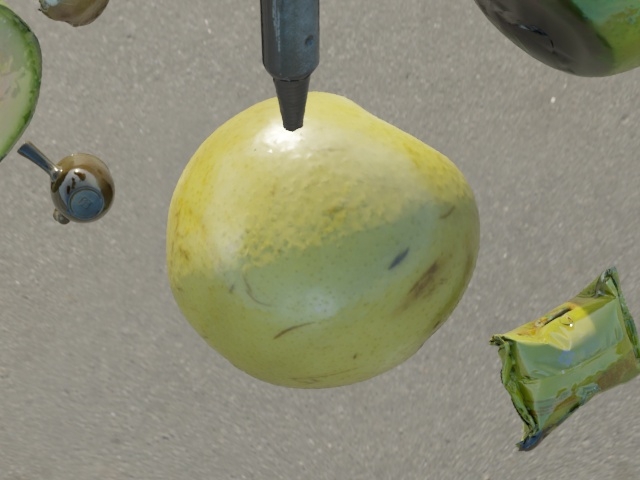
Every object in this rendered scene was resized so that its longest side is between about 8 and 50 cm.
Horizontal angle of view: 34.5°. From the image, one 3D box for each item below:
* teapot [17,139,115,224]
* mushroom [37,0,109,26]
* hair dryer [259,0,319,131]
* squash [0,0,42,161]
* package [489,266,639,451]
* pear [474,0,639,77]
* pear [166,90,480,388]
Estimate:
[{"bbox_3d":[-0.273,-0.058,1.082,0.110,0.080,0.085,35,100,-28],"label":"teapot"},{"bbox_3d":[-0.290,-0.290,1.012,0.209,0.084,0.071,43,100,15],"label":"mushroom"},{"bbox_3d":[-0.028,-0.148,0.497,0.050,0.194,0.173,-28,61,-30],"label":"hair dryer"},{"bbox_3d":[-0.547,-0.264,1.240,0.263,0.263,0.384,-45,61,-11],"label":"squash"},{"bbox_3d":[0.315,0.148,1.299,0.226,0.090,0.168,-24,106,-19],"label":"package"},{"bbox_3d":[0.310,-0.340,1.319,0.399,0.399,0.165,40,88,15],"label":"pear"},{"bbox_3d":[0.000,0.000,1.162,0.349,0.348,0.348,-1,72,4],"label":"pear"}]
